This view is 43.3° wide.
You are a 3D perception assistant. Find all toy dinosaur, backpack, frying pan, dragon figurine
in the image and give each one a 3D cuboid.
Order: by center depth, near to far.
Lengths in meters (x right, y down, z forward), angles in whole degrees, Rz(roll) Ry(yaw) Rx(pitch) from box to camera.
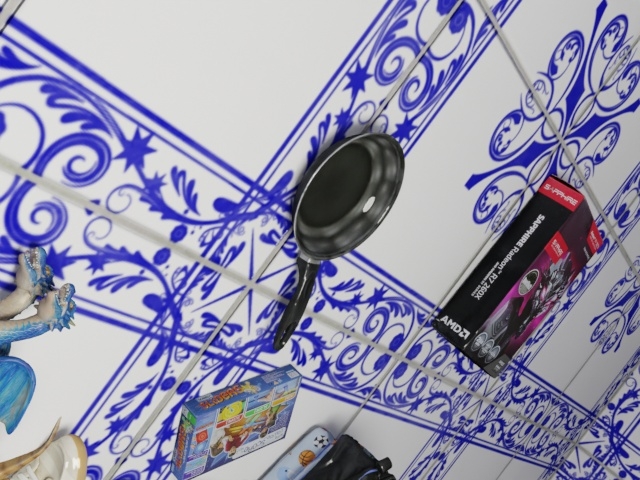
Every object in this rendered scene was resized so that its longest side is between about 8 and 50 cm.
[{"bbox_3d":[-0.344,0.143,0.810,0.144,0.085,0.289,4,116,-49],"label":"dragon figurine"},{"bbox_3d":[-0.360,0.254,0.853,0.211,0.064,0.112,-20,171,-12],"label":"toy dinosaur"},{"bbox_3d":[0.023,-0.009,1.119,0.197,0.053,0.326,-19,135,-38],"label":"frying pan"},{"bbox_3d":[0.016,0.478,1.409,0.276,0.213,0.263,-39,135,-7],"label":"backpack"}]

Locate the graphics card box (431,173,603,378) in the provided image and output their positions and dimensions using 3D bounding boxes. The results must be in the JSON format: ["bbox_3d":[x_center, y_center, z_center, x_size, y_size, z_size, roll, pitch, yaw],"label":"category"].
[{"bbox_3d":[0.394,0.080,1.580,0.371,0.094,0.233,-50,145,-1],"label":"graphics card box"}]

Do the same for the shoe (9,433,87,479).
[{"bbox_3d":[-0.354,0.327,0.971,0.219,0.076,0.058,-56,150,10],"label":"shoe"}]

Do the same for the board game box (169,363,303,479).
[{"bbox_3d":[-0.125,0.274,1.218,0.201,0.035,0.136,-13,129,-42],"label":"board game box"}]
